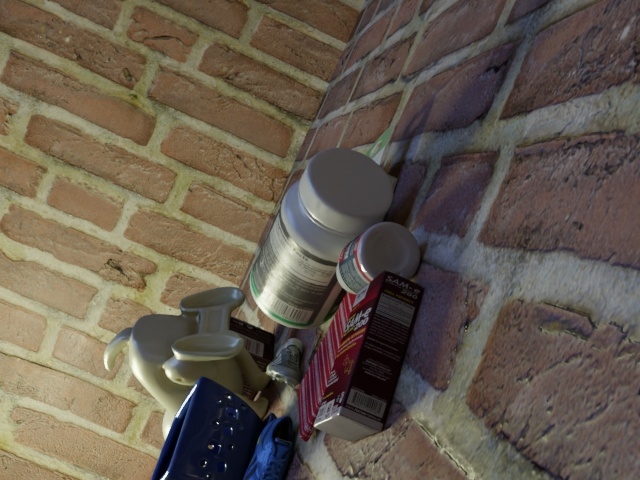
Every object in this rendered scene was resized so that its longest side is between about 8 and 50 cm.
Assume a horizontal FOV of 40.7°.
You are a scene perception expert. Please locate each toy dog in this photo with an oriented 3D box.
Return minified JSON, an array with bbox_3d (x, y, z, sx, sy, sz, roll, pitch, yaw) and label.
[{"bbox_3d":[-0.311,0.379,2.137,0.284,0.395,0.408,-115,15,-60],"label":"toy dog"}]

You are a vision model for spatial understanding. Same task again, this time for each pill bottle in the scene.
[{"bbox_3d":[0.000,0.000,1.708,0.361,0.204,0.204,119,170,-47],"label":"pill bottle"},{"bbox_3d":[0.089,0.039,1.476,0.180,0.108,0.108,141,152,-69],"label":"pill bottle"}]

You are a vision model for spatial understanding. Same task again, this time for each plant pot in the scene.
[{"bbox_3d":[-0.222,0.463,1.839,0.236,0.212,0.236,124,166,-49],"label":"plant pot"}]

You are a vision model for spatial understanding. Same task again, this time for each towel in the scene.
[{"bbox_3d":[0.027,0.219,1.623,0.199,0.031,0.275,-98,32,-73],"label":"towel"}]

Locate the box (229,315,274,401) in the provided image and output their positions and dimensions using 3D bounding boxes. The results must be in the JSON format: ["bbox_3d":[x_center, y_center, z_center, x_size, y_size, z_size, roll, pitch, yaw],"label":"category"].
[{"bbox_3d":[-0.244,0.343,2.376,0.203,0.168,0.167,-62,10,18],"label":"box"}]

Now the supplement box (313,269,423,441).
[{"bbox_3d":[0.074,0.179,1.333,0.239,0.073,0.130,-70,10,-26],"label":"supplement box"}]

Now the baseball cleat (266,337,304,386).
[{"bbox_3d":[-0.074,0.268,1.930,0.109,0.072,0.206,-61,12,-11],"label":"baseball cleat"}]

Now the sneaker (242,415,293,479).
[{"bbox_3d":[-0.096,0.431,1.665,0.082,0.069,0.209,-51,17,44],"label":"sneaker"}]

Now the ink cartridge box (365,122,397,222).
[{"bbox_3d":[0.115,-0.115,1.873,0.235,0.056,0.171,-68,10,-22],"label":"ink cartridge box"}]
